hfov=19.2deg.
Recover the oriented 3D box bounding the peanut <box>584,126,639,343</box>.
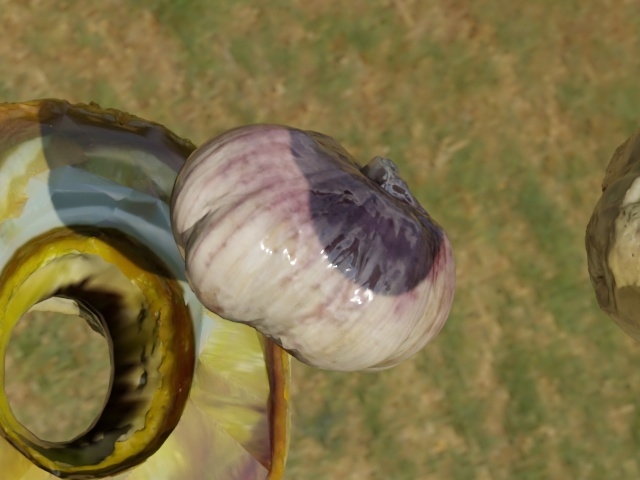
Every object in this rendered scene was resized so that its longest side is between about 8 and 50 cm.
[{"bbox_3d":[0.144,0.014,0.605,0.099,0.099,0.214,38,12,-31],"label":"peanut"}]

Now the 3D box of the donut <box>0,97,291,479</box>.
[{"bbox_3d":[-0.153,0.075,1.114,0.330,0.160,0.330,4,73,-13],"label":"donut"}]

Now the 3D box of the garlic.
[{"bbox_3d":[0.000,0.000,0.900,0.159,0.102,0.147,31,9,-44],"label":"garlic"}]
